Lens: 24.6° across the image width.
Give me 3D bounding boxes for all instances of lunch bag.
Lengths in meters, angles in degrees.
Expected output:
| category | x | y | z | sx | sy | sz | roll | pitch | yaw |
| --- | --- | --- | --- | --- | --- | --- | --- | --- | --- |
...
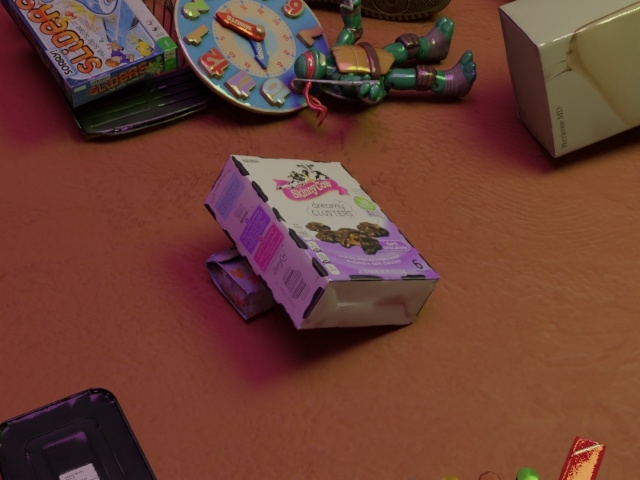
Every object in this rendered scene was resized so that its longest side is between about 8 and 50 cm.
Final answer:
| category | x | y | z | sx | sy | sz | roll | pitch | yaw |
| --- | --- | --- | --- | --- | --- | --- | --- | --- | --- |
| lunch bag | -0.072 | 0.032 | 1.548 | 0.071 | 0.053 | 0.083 | -23 | 49 | -27 |

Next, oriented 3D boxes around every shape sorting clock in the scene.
| category | x | y | z | sx | sy | sz | roll | pitch | yaw |
| --- | --- | --- | --- | --- | --- | --- | --- | --- | --- |
| shape sorting clock | -0.078 | -0.241 | 1.745 | 0.206 | 0.040 | 0.206 | 12 | 61 | -22 |

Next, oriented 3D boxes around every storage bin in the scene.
| category | x | y | z | sx | sy | sz | roll | pitch | yaw |
| --- | --- | --- | --- | --- | --- | --- | --- | --- | --- |
| storage bin | -0.215 | 0.239 | 1.345 | 0.122 | 0.084 | 0.180 | -20 | 52 | -18 |

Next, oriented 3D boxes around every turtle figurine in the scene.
| category | x | y | z | sx | sy | sz | roll | pitch | yaw |
| --- | --- | --- | --- | --- | --- | --- | --- | --- | --- |
| turtle figurine | 0.056 | -0.215 | 1.723 | 0.234 | 0.118 | 0.175 | -3 | 62 | -24 |

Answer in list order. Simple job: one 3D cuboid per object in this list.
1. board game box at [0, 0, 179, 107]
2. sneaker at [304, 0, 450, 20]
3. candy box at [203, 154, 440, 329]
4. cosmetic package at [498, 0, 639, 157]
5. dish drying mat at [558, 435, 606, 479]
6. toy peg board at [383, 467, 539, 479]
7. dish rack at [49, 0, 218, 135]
| category | x | y | z | sx | sy | sz | roll | pitch | yaw |
| --- | --- | --- | --- | --- | --- | --- | --- | --- | --- |
| board game box | -0.271 | -0.250 | 1.707 | 0.136 | 0.035 | 0.201 | -25 | 56 | -21 |
| sneaker | 0.038 | -0.371 | 1.868 | 0.282 | 0.099 | 0.153 | 8 | 51 | 10 |
| candy box | 0.000 | 0.000 | 1.518 | 0.164 | 0.070 | 0.196 | 0 | 41 | -44 |
| cosmetic package | 0.373 | -0.232 | 1.671 | 0.309 | 0.160 | 0.113 | -23 | 38 | -7 |
| dish drying mat | 0.248 | 0.226 | 1.414 | 0.032 | 0.008 | 0.083 | 19 | 51 | 14 |
| toy peg board | 0.133 | 0.274 | 1.323 | 0.160 | 0.079 | 0.161 | 3 | 49 | 1 |
| dish rack | -0.242 | -0.242 | 1.768 | 0.208 | 0.074 | 0.271 | -20 | 53 | -16 |
